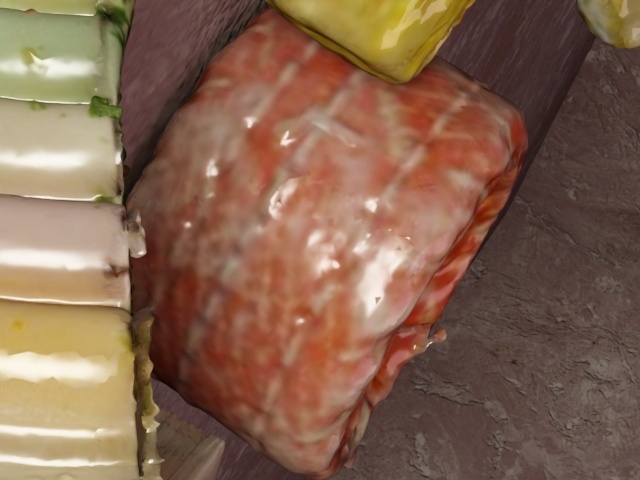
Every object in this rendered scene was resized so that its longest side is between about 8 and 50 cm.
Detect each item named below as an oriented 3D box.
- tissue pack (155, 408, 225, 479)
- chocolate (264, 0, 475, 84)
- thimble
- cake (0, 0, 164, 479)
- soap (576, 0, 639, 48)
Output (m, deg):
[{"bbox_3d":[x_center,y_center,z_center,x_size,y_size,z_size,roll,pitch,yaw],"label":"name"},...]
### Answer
[{"bbox_3d":[-0.186,0.275,0.899,0.325,0.071,0.170,-52,166,-40],"label":"tissue pack"},{"bbox_3d":[0.128,-0.268,0.573,0.445,0.162,0.162,-59,170,9],"label":"chocolate"},{"bbox_3d":[0.000,0.000,0.725,0.239,0.162,0.239,-57,169,-16],"label":"thimble"},{"bbox_3d":[-0.095,-0.018,0.393,0.109,0.090,0.225,96,-11,-57],"label":"cake"},{"bbox_3d":[0.175,-0.261,0.366,0.304,0.169,0.338,-29,143,-17],"label":"soap"}]
